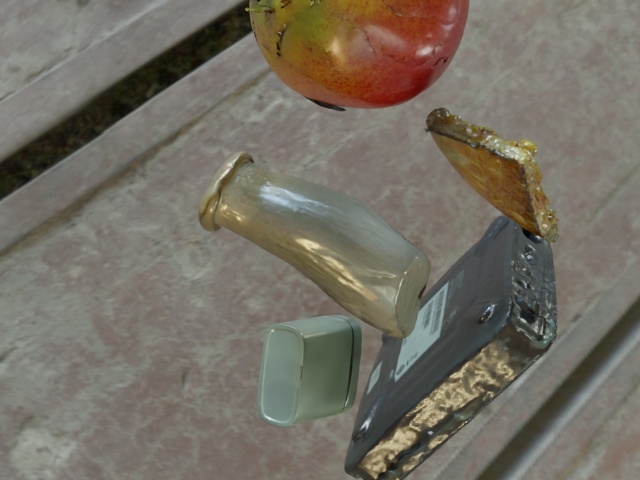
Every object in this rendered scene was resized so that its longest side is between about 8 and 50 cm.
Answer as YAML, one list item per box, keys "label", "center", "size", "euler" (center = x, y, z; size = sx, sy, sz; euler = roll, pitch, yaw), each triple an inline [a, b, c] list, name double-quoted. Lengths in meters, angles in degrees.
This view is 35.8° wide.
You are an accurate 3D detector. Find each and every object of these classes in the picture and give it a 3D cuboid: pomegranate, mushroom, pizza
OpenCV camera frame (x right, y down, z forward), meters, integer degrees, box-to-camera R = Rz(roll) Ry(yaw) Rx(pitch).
- label: "pomegranate"
  center: [0.026, -0.228, 0.925]
  size: [0.235, 0.210, 0.210]
  euler: [24, 73, -28]
- label: "mushroom"
  center: [0.006, 0.000, 0.939]
  size: [0.247, 0.108, 0.096]
  euler: [30, 70, -8]
- label: "pizza"
  center: [0.177, -0.073, 0.968]
  size: [0.178, 0.131, 0.041]
  euler: [41, 77, 9]

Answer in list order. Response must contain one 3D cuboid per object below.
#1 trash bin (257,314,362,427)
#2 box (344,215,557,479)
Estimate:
- label: "trash bin"
  center: [-0.010, 0.146, 1.129]
  size: [0.130, 0.059, 0.116]
  euler: [0, 96, -58]
- label: "box"
  center: [0.173, 0.140, 1.340]
  size: [0.091, 0.350, 0.359]
  euler: [39, 27, -7]
